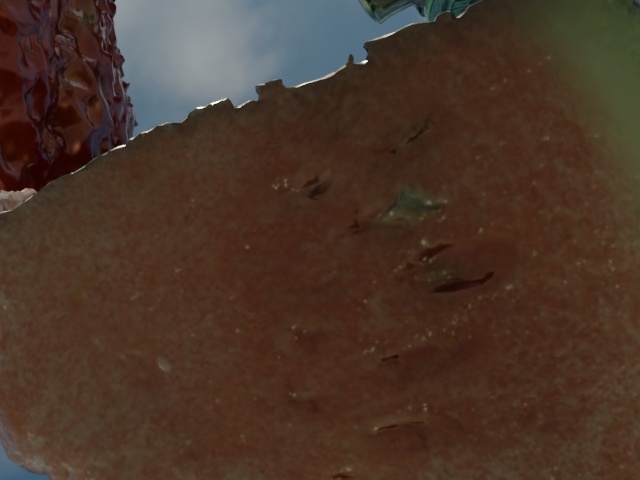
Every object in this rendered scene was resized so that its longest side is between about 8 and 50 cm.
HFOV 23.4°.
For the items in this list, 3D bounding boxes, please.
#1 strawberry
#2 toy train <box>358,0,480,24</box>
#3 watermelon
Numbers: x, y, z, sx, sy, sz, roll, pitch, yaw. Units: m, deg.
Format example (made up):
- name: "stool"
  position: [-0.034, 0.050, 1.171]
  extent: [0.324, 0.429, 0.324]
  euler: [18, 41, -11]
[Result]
- name: "strawberry"
  position: [-0.129, -0.063, 0.548]
  extent: [0.175, 0.106, 0.236]
  euler: [-1, -100, -32]
- name: "toy train"
  position: [0.093, -0.194, 0.762]
  extent: [0.203, 0.163, 0.112]
  euler: [-28, -126, 7]
- name: "watermelon"
  position: [0.000, 0.000, 0.441]
  extent: [0.226, 0.318, 0.148]
  euler: [-3, -83, -32]
